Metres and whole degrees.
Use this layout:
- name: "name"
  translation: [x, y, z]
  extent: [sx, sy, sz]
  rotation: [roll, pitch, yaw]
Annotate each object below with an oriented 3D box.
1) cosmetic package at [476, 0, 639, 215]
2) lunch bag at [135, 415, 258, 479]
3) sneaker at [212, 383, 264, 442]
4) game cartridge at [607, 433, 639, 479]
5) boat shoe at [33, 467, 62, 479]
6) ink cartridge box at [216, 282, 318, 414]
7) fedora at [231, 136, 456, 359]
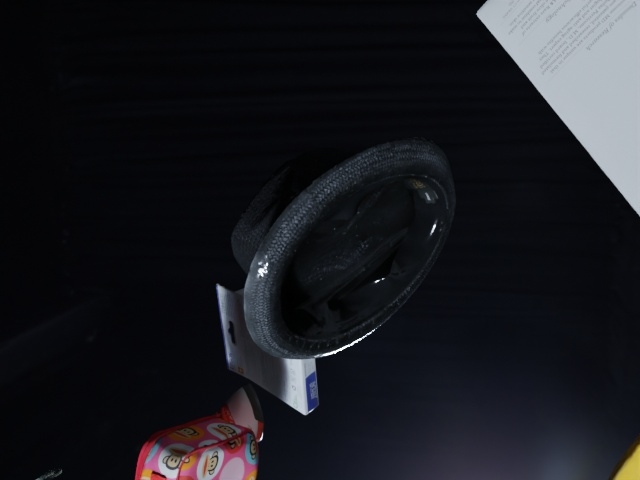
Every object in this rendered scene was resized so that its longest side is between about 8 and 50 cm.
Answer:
- name: "cosmetic package"
  translation: [0.357, -0.162, 1.002]
  extent: [0.197, 0.155, 0.365]
  rotation: [13, -142, -48]
- name: "lunch bag"
  translation: [-0.226, 0.456, 1.527]
  extent: [0.258, 0.120, 0.293]
  rotation: [-3, -76, -60]
- name: "sneaker"
  translation: [-0.201, 0.376, 1.760]
  extent: [0.270, 0.145, 0.090]
  rotation: [111, 141, -52]
- name: "game cartridge"
  translation: [0.484, 0.402, 1.164]
  extent: [0.053, 0.285, 0.323]
  rotation: [-37, -27, -57]
- name: "boat shoe"
  translation: [-0.321, 0.316, 1.049]
  extent: [0.079, 0.095, 0.254]
  rotation: [54, 164, -10]
- name: "ink cartridge box"
  translation: [-0.101, 0.201, 1.768]
  extent: [0.045, 0.224, 0.223]
  rotation: [-33, -47, -37]
- name: "fedora"
  translation: [0.010, -0.012, 1.146]
  extent: [0.334, 0.152, 0.334]
  rotation: [-27, -44, -29]
